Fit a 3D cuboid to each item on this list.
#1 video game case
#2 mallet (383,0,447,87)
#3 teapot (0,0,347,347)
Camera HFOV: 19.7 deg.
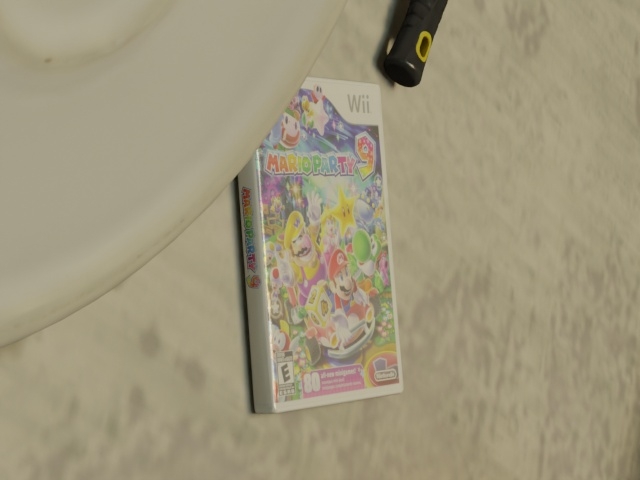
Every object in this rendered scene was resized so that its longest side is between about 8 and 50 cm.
[{"bbox_3d":[0.000,0.000,0.686,0.087,0.011,0.122,-2,87,-55],"label":"video game case"},{"bbox_3d":[0.058,-0.151,0.775,0.062,0.039,0.189,54,48,-38],"label":"mallet"},{"bbox_3d":[-0.114,-0.105,0.396,0.252,0.187,0.256,-56,154,-7],"label":"teapot"}]
